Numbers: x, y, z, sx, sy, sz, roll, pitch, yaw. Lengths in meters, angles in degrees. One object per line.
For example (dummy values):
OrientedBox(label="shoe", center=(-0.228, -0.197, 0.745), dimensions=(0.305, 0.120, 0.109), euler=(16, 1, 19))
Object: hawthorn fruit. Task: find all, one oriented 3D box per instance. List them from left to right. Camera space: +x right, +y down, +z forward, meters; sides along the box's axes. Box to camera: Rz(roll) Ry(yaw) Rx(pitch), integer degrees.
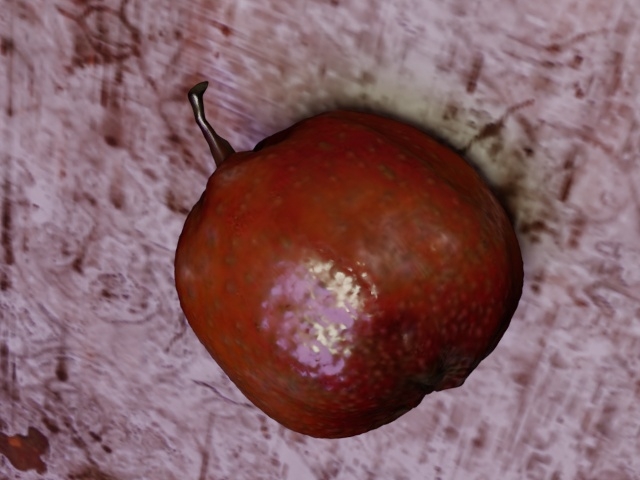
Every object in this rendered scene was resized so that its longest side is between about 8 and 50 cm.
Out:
OrientedBox(label="hawthorn fruit", center=(0.000, 0.000, 0.896), dimensions=(0.194, 0.157, 0.157), euler=(46, 140, 2))
